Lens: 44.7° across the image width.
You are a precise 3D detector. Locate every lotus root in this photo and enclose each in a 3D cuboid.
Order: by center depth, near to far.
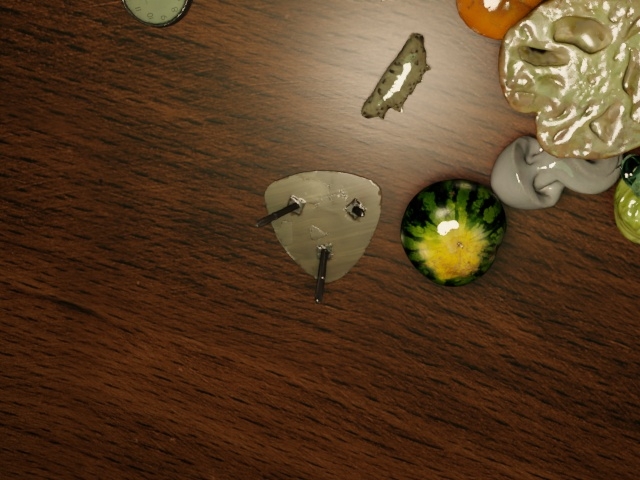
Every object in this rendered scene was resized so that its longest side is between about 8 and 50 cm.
[{"bbox_3d":[0.587,-0.367,1.688,0.390,0.111,0.375,42,115,0],"label":"lotus root"}]

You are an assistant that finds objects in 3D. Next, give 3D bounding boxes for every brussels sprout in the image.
[{"bbox_3d":[0.816,-0.086,1.887,0.223,0.161,0.223,0,89,-9],"label":"brussels sprout"}]

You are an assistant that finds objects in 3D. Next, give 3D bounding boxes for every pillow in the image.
[{"bbox_3d":[0.197,-0.389,1.919,0.093,0.051,0.241,33,105,-4],"label":"pillow"}]

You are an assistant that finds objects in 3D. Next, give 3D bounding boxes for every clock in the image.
[{"bbox_3d":[-0.407,-0.620,1.926,0.184,0.040,0.185,2,107,6],"label":"clock"}]

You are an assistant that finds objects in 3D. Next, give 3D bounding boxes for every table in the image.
[{"bbox_3d":[0.000,0.000,1.957,0.317,0.249,0.318,2,107,6],"label":"table"}]

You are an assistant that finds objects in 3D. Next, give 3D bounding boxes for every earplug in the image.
[{"bbox_3d":[0.572,-0.187,1.884,0.325,0.175,0.214,-22,83,5],"label":"earplug"}]

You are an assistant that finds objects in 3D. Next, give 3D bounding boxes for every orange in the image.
[{"bbox_3d":[0.419,-0.570,1.775,0.224,0.170,0.224,2,106,8],"label":"orange"}]

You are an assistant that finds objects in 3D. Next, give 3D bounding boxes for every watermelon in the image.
[{"bbox_3d":[0.324,-0.020,1.915,0.268,0.269,0.269,2,107,6],"label":"watermelon"}]

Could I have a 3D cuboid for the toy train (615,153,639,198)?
[{"bbox_3d":[0.856,-0.185,1.765,0.253,0.160,0.397,44,64,-1],"label":"toy train"}]
